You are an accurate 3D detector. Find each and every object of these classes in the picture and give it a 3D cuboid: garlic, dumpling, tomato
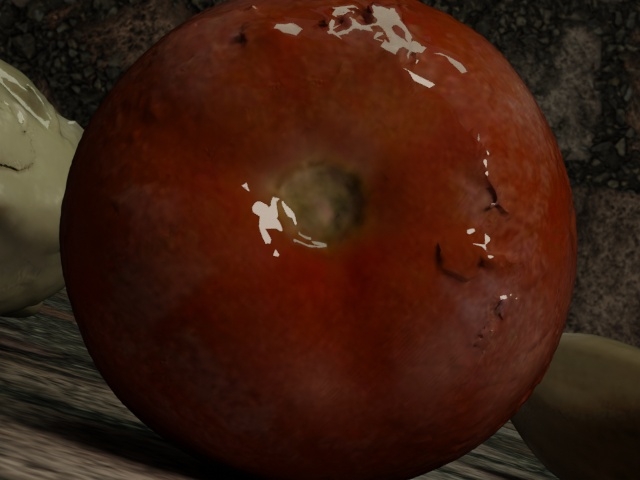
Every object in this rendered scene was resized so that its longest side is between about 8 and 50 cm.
[{"bbox_3d":[0.234,0.136,1.089,0.318,0.112,0.143,12,-27,48],"label":"garlic"},{"bbox_3d":[-0.269,-0.018,0.996,0.318,0.187,0.243,28,-48,-34],"label":"dumpling"},{"bbox_3d":[0.000,0.000,0.673,0.208,0.208,0.184,16,-10,3],"label":"tomato"}]

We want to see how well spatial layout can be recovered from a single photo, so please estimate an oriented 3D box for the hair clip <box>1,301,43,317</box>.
[{"bbox_3d":[-0.279,0.012,1.218,0.159,0.071,0.218,14,-8,-10],"label":"hair clip"}]
